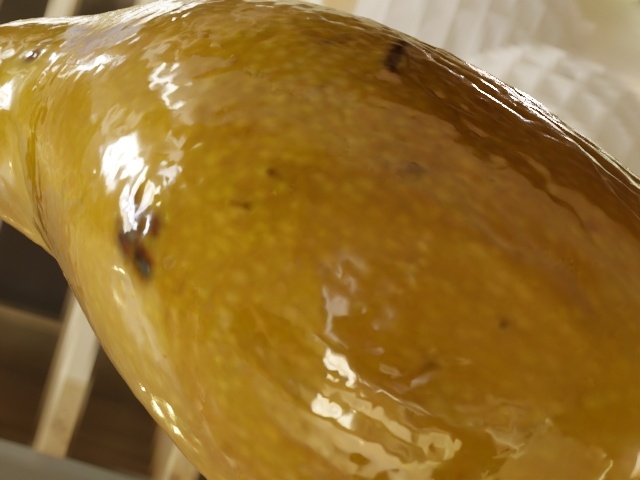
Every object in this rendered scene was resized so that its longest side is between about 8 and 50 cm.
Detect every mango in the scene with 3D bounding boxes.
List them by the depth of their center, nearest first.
[{"bbox_3d":[0.002,-0.004,0.482,0.157,0.109,0.262,2,-154,-45],"label":"mango"}]
